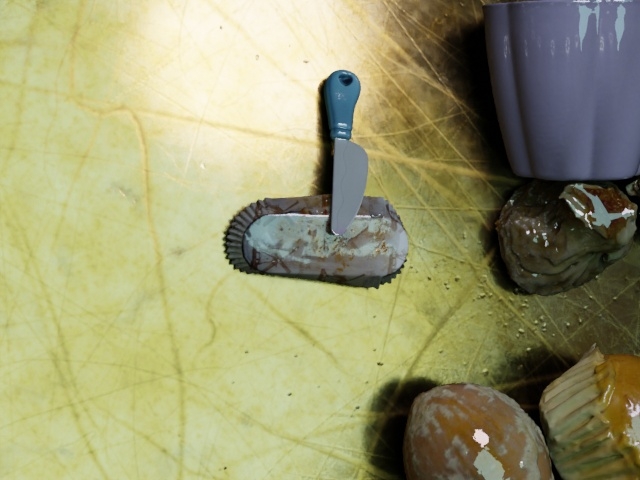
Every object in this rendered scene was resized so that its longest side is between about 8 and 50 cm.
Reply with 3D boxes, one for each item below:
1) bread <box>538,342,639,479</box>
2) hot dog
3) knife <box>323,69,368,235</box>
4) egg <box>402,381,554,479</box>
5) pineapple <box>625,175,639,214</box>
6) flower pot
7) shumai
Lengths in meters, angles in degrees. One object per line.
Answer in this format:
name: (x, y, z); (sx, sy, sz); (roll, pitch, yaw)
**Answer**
bread: (0.452, 0.334, 1.611); (0.183, 0.236, 0.388); (-29, 105, 27)
hot dog: (0.000, 0.000, 1.607); (0.253, 0.069, 0.131); (1, 95, -13)
knife: (0.036, -0.119, 1.605); (0.058, 0.032, 0.244); (5, 68, -19)
egg: (0.205, 0.296, 1.582); (0.195, 0.195, 0.233); (-42, 102, -14)
pineapple: (0.547, -0.101, 1.744); (0.334, 0.158, 0.161); (-39, 56, -21)
flower pot: (0.353, -0.208, 1.633); (0.265, 0.265, 0.243); (-4, 102, -16)
shumai: (0.357, -0.015, 1.648); (0.206, 0.175, 0.166); (-30, 95, -12)
